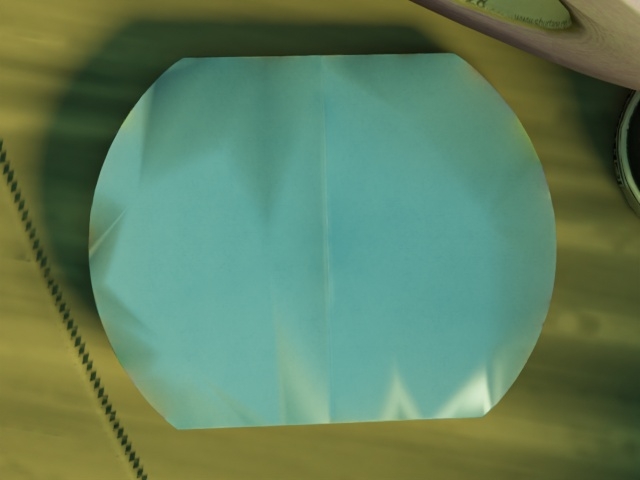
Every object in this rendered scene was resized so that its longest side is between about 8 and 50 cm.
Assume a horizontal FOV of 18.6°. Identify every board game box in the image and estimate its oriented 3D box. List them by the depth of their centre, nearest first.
[{"bbox_3d":[0.000,0.000,0.715,0.169,0.033,0.133,-2,87,-6],"label":"board game box"}]

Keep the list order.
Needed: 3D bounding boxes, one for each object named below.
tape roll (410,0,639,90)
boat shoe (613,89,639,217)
[{"bbox_3d":[0.014,-0.143,0.587,0.275,0.275,0.090,28,91,-2],"label":"tape roll"},{"bbox_3d":[0.261,-0.023,0.681,0.306,0.105,0.113,12,92,-1],"label":"boat shoe"}]
